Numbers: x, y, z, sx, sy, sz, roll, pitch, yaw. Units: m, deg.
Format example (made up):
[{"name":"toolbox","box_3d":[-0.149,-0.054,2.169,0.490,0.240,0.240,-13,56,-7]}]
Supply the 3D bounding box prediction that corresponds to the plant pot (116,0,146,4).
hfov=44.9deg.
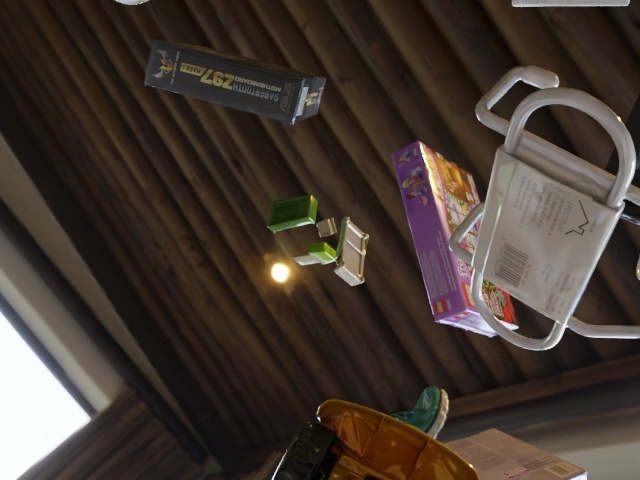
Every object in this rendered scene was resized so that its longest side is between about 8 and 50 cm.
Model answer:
[{"name":"plant pot","box_3d":[-0.329,-0.510,1.131,0.280,0.323,0.323,42,-39,7]}]

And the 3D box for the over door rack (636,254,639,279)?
[{"name":"over door rack","box_3d":[0.422,0.198,0.825,0.108,0.239,0.324,-11,-48,12]}]

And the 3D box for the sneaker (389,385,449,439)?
[{"name":"sneaker","box_3d":[0.139,0.344,1.363,0.110,0.275,0.107,37,-44,11]}]

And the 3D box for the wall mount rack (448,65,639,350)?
[{"name":"wall mount rack","box_3d":[0.278,-0.008,0.737,0.304,0.130,0.350,33,-31,23]}]

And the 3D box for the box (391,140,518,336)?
[{"name":"box","box_3d":[0.220,0.001,1.258,0.057,0.201,0.293,-26,-116,30]}]

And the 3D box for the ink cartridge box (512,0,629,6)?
[{"name":"ink cartridge box","box_3d":[0.402,-0.454,1.208,0.166,0.332,0.065,4,-53,19]}]

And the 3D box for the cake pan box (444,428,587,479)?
[{"name":"cake pan box","box_3d":[0.333,0.453,1.481,0.246,0.267,0.070,15,-71,54]}]

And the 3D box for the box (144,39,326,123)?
[{"name":"box","box_3d":[-0.098,-0.203,0.986,0.184,0.232,0.059,16,-77,3]}]

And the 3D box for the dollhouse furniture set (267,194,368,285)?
[{"name":"dollhouse furniture set","box_3d":[0.000,0.000,0.974,0.059,0.076,0.152,-10,-31,29]}]

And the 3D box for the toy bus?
[{"name":"toy bus","box_3d":[0.014,0.263,0.637,0.150,0.220,0.211,26,-20,6]}]

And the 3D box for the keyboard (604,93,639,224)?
[{"name":"keyboard","box_3d":[0.467,-0.111,1.091,0.108,0.180,0.023,25,-3,12]}]
